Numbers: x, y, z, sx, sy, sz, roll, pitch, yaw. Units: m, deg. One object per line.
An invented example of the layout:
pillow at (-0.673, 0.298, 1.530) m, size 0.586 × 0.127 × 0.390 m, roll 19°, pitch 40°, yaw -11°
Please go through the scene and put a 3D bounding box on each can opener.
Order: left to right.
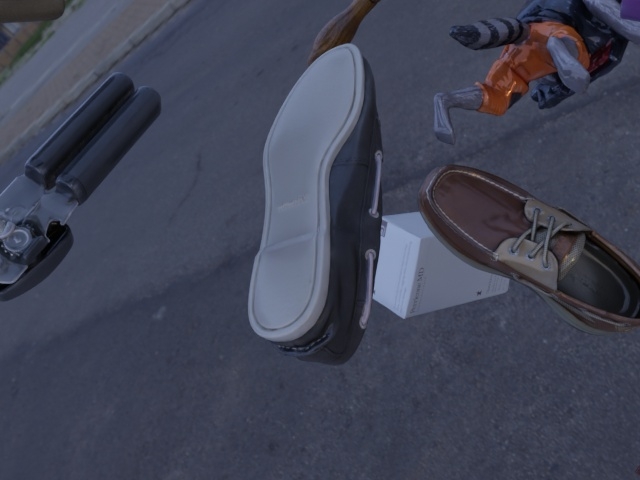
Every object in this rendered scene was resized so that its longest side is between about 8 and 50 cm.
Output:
can opener at (-0.278, -0.062, 0.692) m, size 0.283 × 0.076 × 0.095 m, roll -59°, pitch -7°, yaw -29°

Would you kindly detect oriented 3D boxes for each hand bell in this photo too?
hand bell at (0.056, -0.293, 0.752) m, size 0.242 × 0.126 × 0.126 m, roll -39°, pitch 28°, yaw 41°

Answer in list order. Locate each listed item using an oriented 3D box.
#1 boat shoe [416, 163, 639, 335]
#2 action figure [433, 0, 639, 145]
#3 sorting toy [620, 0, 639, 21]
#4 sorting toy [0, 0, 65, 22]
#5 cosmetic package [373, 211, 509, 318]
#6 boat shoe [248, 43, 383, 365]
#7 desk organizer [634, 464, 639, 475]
boat shoe at (0.269, 0.004, 0.753) m, size 0.123 × 0.325 × 0.116 m, roll -61°, pitch 6°, yaw -8°
action figure at (0.310, -0.273, 0.753) m, size 0.330 × 0.178 × 0.341 m, roll -45°, pitch 4°, yaw -34°
sorting toy at (0.223, -0.271, 0.422) m, size 0.126 × 0.127 × 0.365 m, roll 21°, pitch 59°, yaw 24°
sorting toy at (-0.399, -0.314, 0.604) m, size 0.307 × 0.229 × 0.041 m, roll -22°, pitch 47°, yaw -40°
cosmetic package at (0.314, 0.041, 1.569) m, size 0.156 × 0.385 × 0.217 m, roll 31°, pitch 123°, yaw 46°
boat shoe at (0.007, -0.041, 0.610) m, size 0.112 × 0.095 × 0.335 m, roll -11°, pitch 55°, yaw 32°
desk organizer at (0.545, 0.330, 0.970) m, size 0.130 × 0.047 × 0.050 m, roll -24°, pitch 50°, yaw -38°
